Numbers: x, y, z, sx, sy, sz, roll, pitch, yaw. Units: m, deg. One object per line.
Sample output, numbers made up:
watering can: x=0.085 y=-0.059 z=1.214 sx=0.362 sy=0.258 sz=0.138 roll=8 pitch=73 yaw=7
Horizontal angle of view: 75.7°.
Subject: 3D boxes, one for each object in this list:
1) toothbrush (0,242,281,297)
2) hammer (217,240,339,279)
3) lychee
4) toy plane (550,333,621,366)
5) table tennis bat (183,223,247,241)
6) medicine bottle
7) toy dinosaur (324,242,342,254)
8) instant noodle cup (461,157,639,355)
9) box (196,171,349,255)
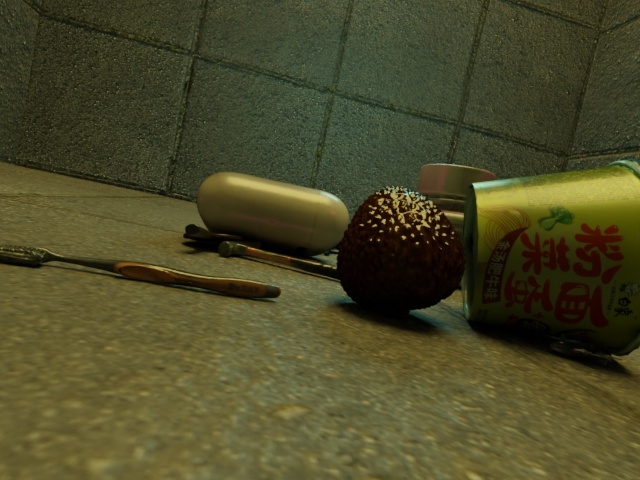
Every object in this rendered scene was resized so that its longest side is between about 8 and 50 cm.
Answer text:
toothbrush: x=-0.203 y=0.038 z=0.490 sx=0.321 sy=0.023 sz=0.031 roll=10 pitch=11 yaw=-17
hammer: x=-0.051 y=0.044 z=0.821 sx=0.287 sy=0.033 sz=0.111 roll=13 pitch=5 yaw=11
lychee: x=0.114 y=0.023 z=0.604 sx=0.194 sy=0.194 sz=0.194 roll=12 pitch=4 yaw=-1
toy plane: x=0.361 y=0.151 z=0.568 sx=0.083 sy=0.031 sz=0.078 roll=15 pitch=-5 yaw=8
table tennis bat: x=-0.229 y=-0.008 z=0.857 sx=0.131 sy=0.022 sz=0.234 roll=3 pitch=-5 yaw=3
medicine bottle: x=0.371 y=-0.044 z=1.203 sx=0.256 sy=0.325 sz=0.256 roll=8 pitch=4 yaw=-1
toy dinosaur: x=0.055 y=-0.008 z=1.409 sx=0.076 sy=0.147 sz=0.363 roll=-29 pitch=-15 yaw=18
instant noodle cup: x=0.355 y=0.025 z=0.671 sx=0.221 sy=0.311 sz=0.311 roll=2 pitch=1 yaw=15
box: x=-0.117 y=-0.055 z=1.001 sx=0.349 sy=0.141 sz=0.289 roll=11 pitch=-12 yaw=-9
